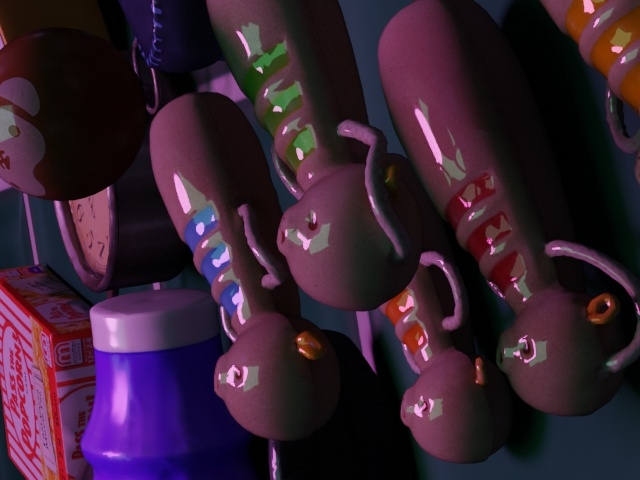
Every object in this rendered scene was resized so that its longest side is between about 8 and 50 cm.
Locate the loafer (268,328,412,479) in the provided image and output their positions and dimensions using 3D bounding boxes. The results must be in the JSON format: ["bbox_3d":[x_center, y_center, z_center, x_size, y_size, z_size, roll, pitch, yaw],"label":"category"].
[{"bbox_3d":[0.008,0.123,0.847,0.061,0.062,0.170,144,116,-73],"label":"loafer"}]

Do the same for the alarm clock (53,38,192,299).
[{"bbox_3d":[-0.103,-0.048,1.061,0.192,0.064,0.129,114,142,-60],"label":"alarm clock"}]

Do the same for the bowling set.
[{"bbox_3d":[0.000,0.000,0.627,0.287,0.200,0.154,109,145,-60],"label":"bowling set"}]

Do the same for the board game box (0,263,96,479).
[{"bbox_3d":[-0.184,0.108,1.379,0.193,0.045,0.146,-153,56,-66],"label":"board game box"}]

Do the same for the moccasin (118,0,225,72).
[{"bbox_3d":[-0.128,-0.221,0.972,0.137,0.117,0.342,110,145,-53],"label":"moccasin"}]

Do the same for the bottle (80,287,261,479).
[{"bbox_3d":[-0.072,0.169,1.032,0.118,0.092,0.283,-162,65,-66],"label":"bottle"}]

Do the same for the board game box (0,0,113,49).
[{"bbox_3d":[-0.239,-0.229,1.201,0.242,0.064,0.316,17,129,60],"label":"board game box"}]

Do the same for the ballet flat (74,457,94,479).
[{"bbox_3d":[-0.135,0.193,1.237,0.280,0.095,0.096,124,144,-48],"label":"ballet flat"}]
